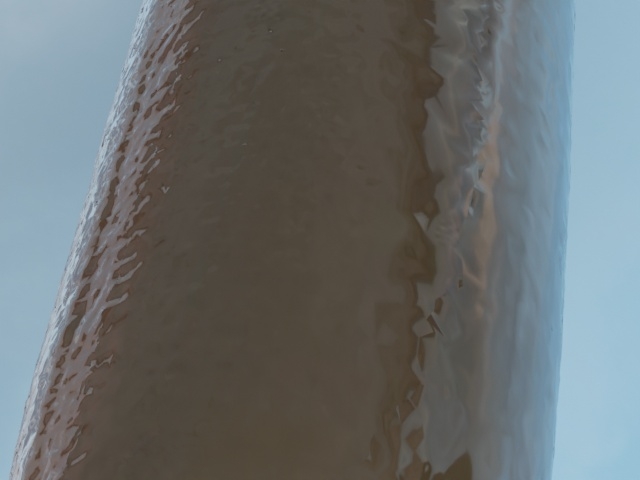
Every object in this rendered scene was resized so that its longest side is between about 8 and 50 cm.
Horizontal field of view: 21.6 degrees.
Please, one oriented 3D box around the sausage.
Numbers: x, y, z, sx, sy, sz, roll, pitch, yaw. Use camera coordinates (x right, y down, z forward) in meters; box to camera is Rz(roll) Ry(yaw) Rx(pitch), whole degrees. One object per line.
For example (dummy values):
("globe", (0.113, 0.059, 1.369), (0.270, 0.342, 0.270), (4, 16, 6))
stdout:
("sausage", (0.000, 0.000, 0.414), (0.123, 0.123, 0.253), (-11, -135, 23))
